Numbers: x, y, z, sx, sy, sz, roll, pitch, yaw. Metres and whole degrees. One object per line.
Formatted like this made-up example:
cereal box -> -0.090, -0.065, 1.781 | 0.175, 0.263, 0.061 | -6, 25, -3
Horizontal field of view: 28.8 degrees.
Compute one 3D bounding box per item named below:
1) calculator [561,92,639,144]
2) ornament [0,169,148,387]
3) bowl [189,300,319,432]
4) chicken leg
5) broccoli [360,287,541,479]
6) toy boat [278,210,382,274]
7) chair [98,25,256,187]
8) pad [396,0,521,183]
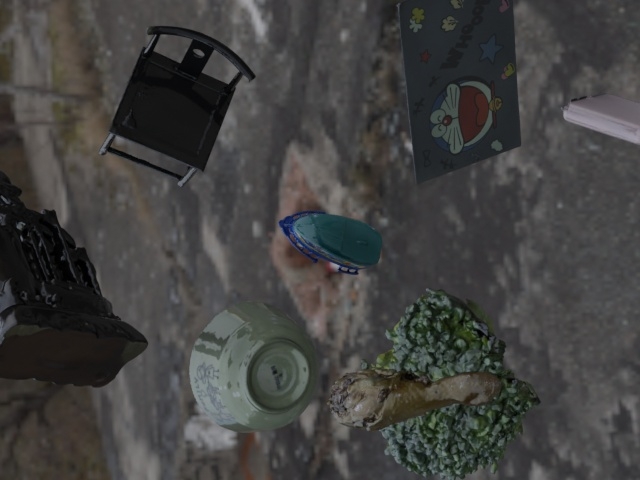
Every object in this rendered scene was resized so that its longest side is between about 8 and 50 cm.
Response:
calculator -> 0.419, -0.169, 1.723 | 0.175, 0.100, 0.032 | 27, 124, 45
ornament -> -0.347, 0.037, 1.515 | 0.106, 0.251, 0.260 | -37, 58, 24
bowl -> -0.089, 0.204, 1.937 | 0.112, 0.211, 0.211 | 6, 98, 64
chicken leg -> 0.101, 0.172, 1.361 | 0.085, 0.198, 0.069 | 45, -140, -62
broccoli -> 0.171, 0.180, 1.715 | 0.245, 0.248, 0.288 | -81, 13, -60
toy boat -> 0.000, 0.000, 1.944 | 0.110, 0.175, 0.091 | -13, 63, 54
chair -> -0.204, -0.182, 1.727 | 0.260, 0.154, 0.141 | 149, 141, -71
pad -> 0.178, -0.204, 1.574 | 0.006, 0.170, 0.245 | 41, 145, 54
